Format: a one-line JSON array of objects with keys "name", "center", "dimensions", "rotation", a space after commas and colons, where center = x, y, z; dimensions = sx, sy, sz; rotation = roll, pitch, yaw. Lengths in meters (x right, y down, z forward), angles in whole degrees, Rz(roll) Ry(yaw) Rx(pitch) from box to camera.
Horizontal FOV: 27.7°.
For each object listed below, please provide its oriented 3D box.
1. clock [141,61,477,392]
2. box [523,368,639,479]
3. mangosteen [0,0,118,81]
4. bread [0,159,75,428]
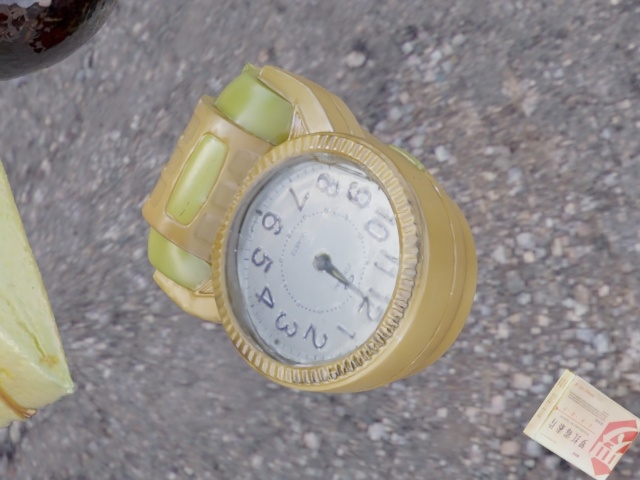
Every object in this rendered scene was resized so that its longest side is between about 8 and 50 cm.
[{"name": "clock", "center": [0.000, 0.000, 1.189], "dimensions": [0.200, 0.317, 0.244], "rotation": [9, 112, -51]}, {"name": "box", "center": [0.198, 0.140, 0.972], "dimensions": [0.093, 0.015, 0.058], "rotation": [34, 93, -33]}, {"name": "mangosteen", "center": [-0.296, -0.281, 1.124], "dimensions": [0.288, 0.288, 0.288], "rotation": [1, 85, -14]}, {"name": "bread", "center": [-0.322, 0.029, 0.989], "dimensions": [0.163, 0.167, 0.264], "rotation": [-14, 80, -43]}]
